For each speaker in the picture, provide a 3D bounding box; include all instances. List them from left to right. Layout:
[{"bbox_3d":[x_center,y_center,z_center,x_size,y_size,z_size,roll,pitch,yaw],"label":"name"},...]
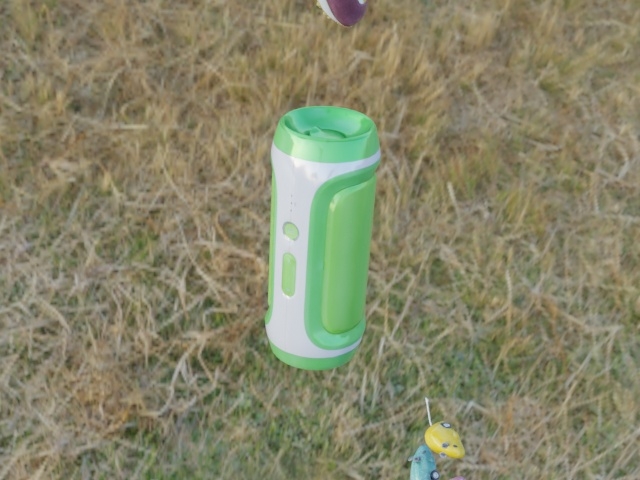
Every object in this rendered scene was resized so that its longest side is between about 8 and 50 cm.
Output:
[{"bbox_3d":[0.000,0.000,1.138,0.131,0.296,0.131,3,28,-2],"label":"speaker"}]

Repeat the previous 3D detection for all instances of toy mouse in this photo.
[{"bbox_3d":[0.149,0.307,1.249,0.031,0.143,0.161,-2,28,-27],"label":"toy mouse"}]

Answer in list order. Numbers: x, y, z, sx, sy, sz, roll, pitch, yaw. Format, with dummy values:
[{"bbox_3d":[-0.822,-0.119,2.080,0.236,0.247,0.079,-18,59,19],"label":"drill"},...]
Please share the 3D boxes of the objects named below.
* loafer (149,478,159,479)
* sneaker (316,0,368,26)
[{"bbox_3d":[-0.294,0.445,1.551,0.056,0.148,0.050,36,9,-14],"label":"loafer"},{"bbox_3d":[0.033,-0.245,0.723,0.084,0.185,0.069,3,39,16],"label":"sneaker"}]
